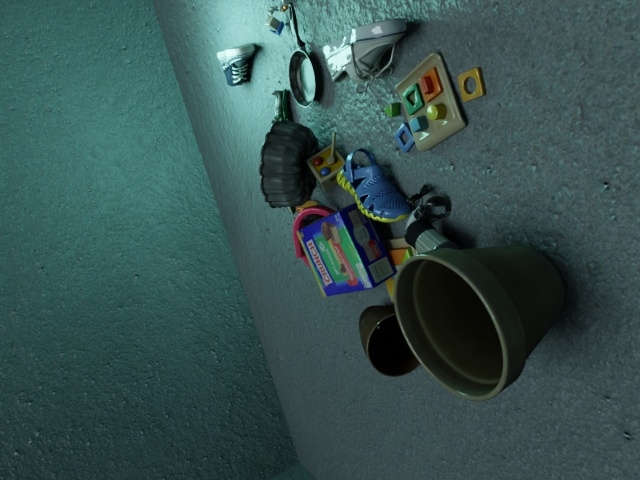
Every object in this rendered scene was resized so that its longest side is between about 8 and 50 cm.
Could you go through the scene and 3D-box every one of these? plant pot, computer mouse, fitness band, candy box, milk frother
[{"bbox_3d":[0.218,0.306,1.547,0.230,0.216,0.215,-143,39,-71],"label":"plant pot"},{"bbox_3d":[0.265,-0.066,1.292,0.042,0.106,0.193,23,137,26],"label":"computer mouse"},{"bbox_3d":[0.000,0.000,1.788,0.209,0.054,0.290,5,118,20],"label":"fitness band"},{"bbox_3d":[0.075,0.038,1.567,0.317,0.122,0.268,-22,93,60],"label":"candy box"},{"bbox_3d":[0.369,0.141,1.015,0.323,0.280,0.323,42,142,44],"label":"plant pot"},{"bbox_3d":[0.304,-0.023,1.195,0.134,0.129,0.143,-126,21,-55],"label":"milk frother"}]

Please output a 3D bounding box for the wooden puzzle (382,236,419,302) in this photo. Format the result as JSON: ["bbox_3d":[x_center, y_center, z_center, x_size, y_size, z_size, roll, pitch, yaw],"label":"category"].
[{"bbox_3d":[0.259,0.102,1.476,0.239,0.044,0.220,-8,100,64],"label":"wooden puzzle"}]

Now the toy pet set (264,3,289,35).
[{"bbox_3d":[-0.142,-0.806,1.649,0.122,0.065,0.114,35,102,46],"label":"toy pet set"}]

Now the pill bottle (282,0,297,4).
[{"bbox_3d":[-0.117,-0.856,1.527,0.067,0.067,0.120,-30,80,64],"label":"pill bottle"}]

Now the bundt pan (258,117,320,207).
[{"bbox_3d":[-0.092,-0.270,1.658,0.124,0.331,0.330,9,122,20],"label":"bundt pan"}]

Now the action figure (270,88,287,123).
[{"bbox_3d":[-0.164,-0.483,1.856,0.137,0.064,0.232,-160,64,-72],"label":"action figure"}]

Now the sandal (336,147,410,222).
[{"bbox_3d":[0.157,-0.174,1.405,0.317,0.126,0.138,48,142,37],"label":"sandal"}]

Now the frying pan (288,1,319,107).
[{"bbox_3d":[-0.076,-0.633,1.621,0.197,0.053,0.326,-11,96,64],"label":"frying pan"}]

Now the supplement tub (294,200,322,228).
[{"bbox_3d":[-0.046,-0.060,1.881,0.117,0.117,0.190,32,134,53],"label":"supplement tub"}]

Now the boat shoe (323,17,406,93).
[{"bbox_3d":[0.116,-0.485,1.250,0.367,0.136,0.156,17,122,63],"label":"boat shoe"}]

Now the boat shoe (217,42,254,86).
[{"bbox_3d":[-0.354,-0.766,2.017,0.340,0.127,0.158,37,146,61],"label":"boat shoe"}]

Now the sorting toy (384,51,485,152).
[{"bbox_3d":[0.264,-0.340,1.157,0.348,0.047,0.195,-27,83,64],"label":"sorting toy"}]

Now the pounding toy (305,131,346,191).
[{"bbox_3d":[0.033,-0.271,1.579,0.130,0.141,0.100,57,179,27],"label":"pounding toy"}]

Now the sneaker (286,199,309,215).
[{"bbox_3d":[-0.151,-0.214,1.933,0.299,0.111,0.121,60,166,-18],"label":"sneaker"}]
